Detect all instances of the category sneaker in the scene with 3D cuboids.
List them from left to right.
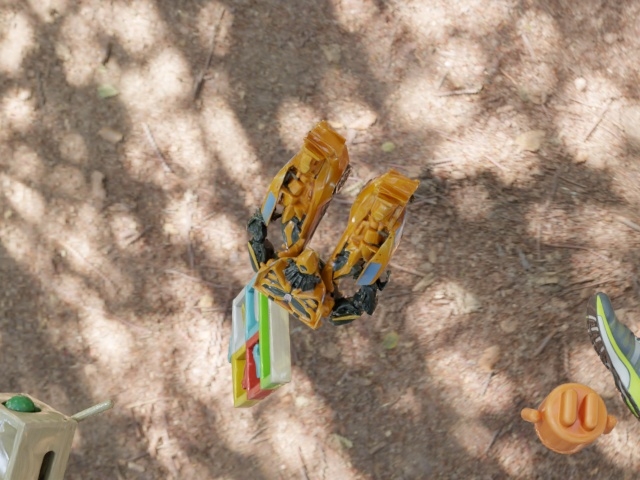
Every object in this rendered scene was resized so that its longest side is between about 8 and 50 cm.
[{"bbox_3d":[0.661,0.240,1.657,0.121,0.111,0.300,-26,87,1],"label":"sneaker"}]

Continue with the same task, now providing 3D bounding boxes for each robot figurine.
[{"bbox_3d":[0.000,0.000,1.004,0.211,0.085,0.291,33,133,8],"label":"robot figurine"},{"bbox_3d":[0.517,0.373,1.643,0.158,0.219,0.128,-26,65,-9],"label":"robot figurine"}]

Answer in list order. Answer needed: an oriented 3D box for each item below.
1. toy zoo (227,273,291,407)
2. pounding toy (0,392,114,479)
[{"bbox_3d":[-0.107,0.163,1.286,0.293,0.030,0.192,132,138,-62],"label":"toy zoo"},{"bbox_3d":[-0.330,0.231,0.900,0.130,0.100,0.141,14,88,36],"label":"pounding toy"}]
